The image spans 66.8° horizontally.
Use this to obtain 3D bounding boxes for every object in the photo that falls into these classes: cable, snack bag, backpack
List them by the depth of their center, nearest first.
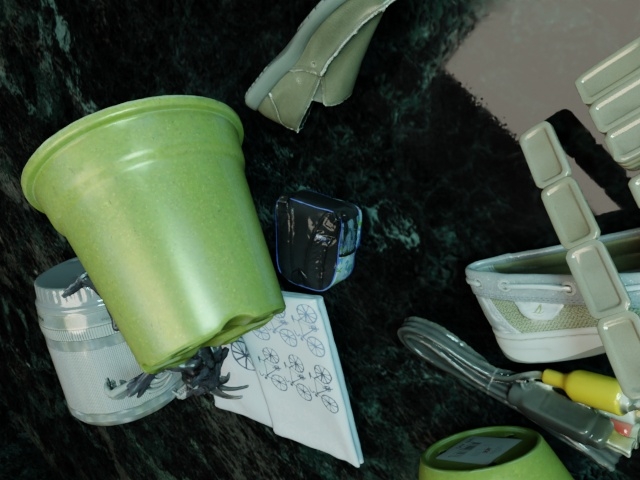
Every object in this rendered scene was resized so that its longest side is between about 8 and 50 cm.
[{"bbox_3d":[0.226,0.157,0.544,0.287,0.072,0.139,22,155,45],"label":"cable"},{"bbox_3d":[0.000,0.000,0.614,0.105,0.084,0.114,19,115,31],"label":"backpack"},{"bbox_3d":[-0.104,0.197,0.784,0.343,0.037,0.322,7,122,36],"label":"snack bag"}]

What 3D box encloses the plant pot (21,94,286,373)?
[{"bbox_3d":[-0.175,0.011,0.599,0.276,0.276,0.253,-35,76,41],"label":"plant pot"}]

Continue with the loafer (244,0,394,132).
[{"bbox_3d":[0.014,-0.203,0.526,0.087,0.094,0.251,41,143,-16],"label":"loafer"}]

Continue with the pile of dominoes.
[{"bbox_3d":[0.267,-0.037,0.339,0.196,0.040,0.251,-34,55,41],"label":"pile of dominoes"}]

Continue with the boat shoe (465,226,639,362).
[{"bbox_3d":[0.271,0.018,0.398,0.320,0.118,0.103,-29,95,48],"label":"boat shoe"}]

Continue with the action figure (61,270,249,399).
[{"bbox_3d":[-0.237,0.152,0.715,0.141,0.164,0.275,-43,89,10],"label":"action figure"}]

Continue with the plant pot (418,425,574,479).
[{"bbox_3d":[0.213,0.370,0.523,0.275,0.275,0.293,-22,80,41],"label":"plant pot"}]

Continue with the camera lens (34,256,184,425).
[{"bbox_3d":[-0.368,0.171,0.881,0.220,0.219,0.274,6,113,35],"label":"camera lens"}]
